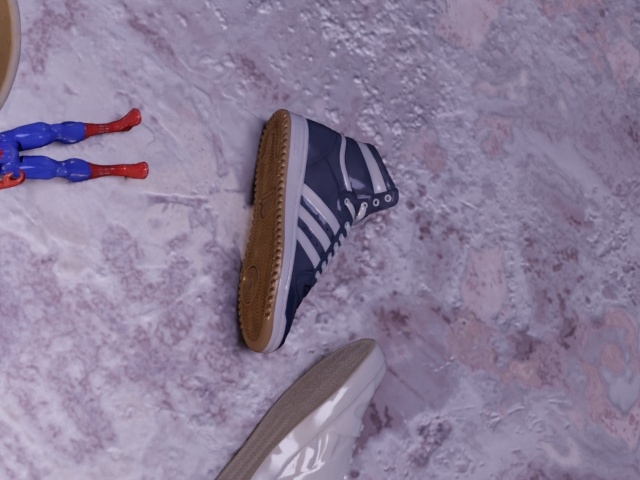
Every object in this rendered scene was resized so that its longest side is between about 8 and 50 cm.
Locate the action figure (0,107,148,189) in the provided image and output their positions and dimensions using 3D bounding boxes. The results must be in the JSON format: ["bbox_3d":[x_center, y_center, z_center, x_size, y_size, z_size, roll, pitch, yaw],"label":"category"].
[{"bbox_3d":[-0.300,-0.096,1.568,0.280,0.139,0.091,-7,86,-29],"label":"action figure"}]

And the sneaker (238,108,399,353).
[{"bbox_3d":[0.000,0.000,1.751,0.153,0.099,0.282,15,72,-27],"label":"sneaker"}]

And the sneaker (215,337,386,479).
[{"bbox_3d":[0.006,0.262,1.717,0.169,0.108,0.292,48,72,-18],"label":"sneaker"}]

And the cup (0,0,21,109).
[{"bbox_3d":[-0.472,-0.169,1.397,0.331,0.237,0.331,13,65,-30],"label":"cup"}]
